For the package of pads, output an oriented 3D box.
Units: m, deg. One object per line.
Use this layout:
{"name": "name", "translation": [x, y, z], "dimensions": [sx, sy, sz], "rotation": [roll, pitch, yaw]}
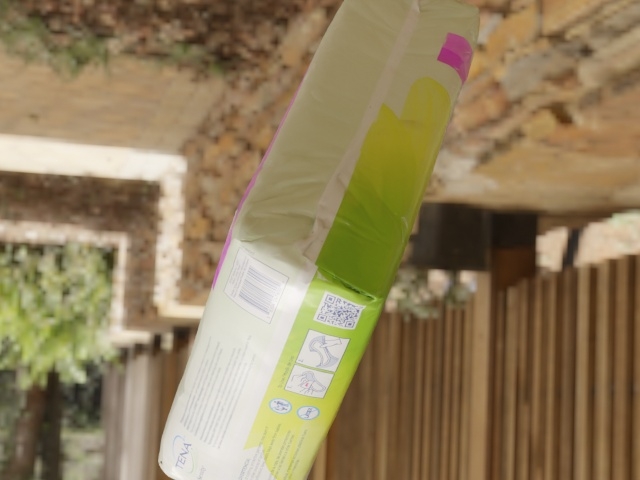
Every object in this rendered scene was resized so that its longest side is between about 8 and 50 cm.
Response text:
{"name": "package of pads", "translation": [0.000, 0.000, 0.962], "dimensions": [0.101, 0.297, 0.229], "rotation": [23, 133, 1]}
